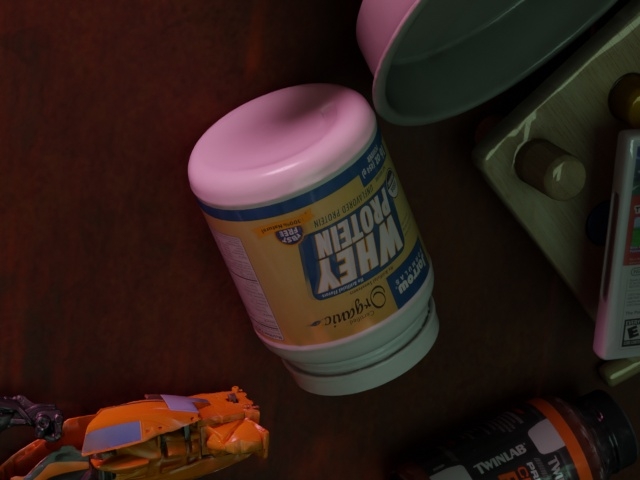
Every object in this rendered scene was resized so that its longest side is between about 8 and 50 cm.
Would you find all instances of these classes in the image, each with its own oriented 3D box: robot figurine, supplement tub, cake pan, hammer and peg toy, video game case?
[{"bbox_3d":[-0.183,0.208,1.507,0.291,0.085,0.211,-10,112,-22],"label":"robot figurine"},{"bbox_3d":[0.000,0.000,1.479,0.144,0.144,0.200,-30,119,-12],"label":"supplement tub"},{"bbox_3d":[0.142,-0.199,1.433,0.293,0.054,0.293,-34,162,-13],"label":"cake pan"},{"bbox_3d":[0.163,0.194,1.653,0.198,0.106,0.106,-25,118,-15],"label":"supplement tub"},{"bbox_3d":[0.301,-0.025,1.620,0.266,0.127,0.361,-42,121,-5],"label":"hammer and peg toy"},{"bbox_3d":[0.311,-0.003,1.548,0.201,0.023,0.183,-5,112,-21],"label":"video game case"}]
